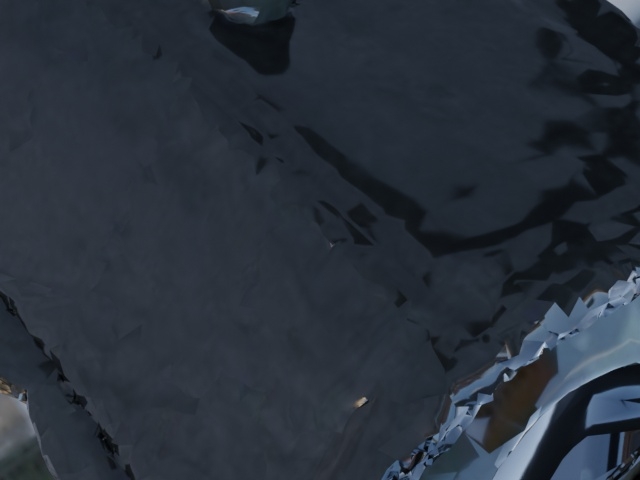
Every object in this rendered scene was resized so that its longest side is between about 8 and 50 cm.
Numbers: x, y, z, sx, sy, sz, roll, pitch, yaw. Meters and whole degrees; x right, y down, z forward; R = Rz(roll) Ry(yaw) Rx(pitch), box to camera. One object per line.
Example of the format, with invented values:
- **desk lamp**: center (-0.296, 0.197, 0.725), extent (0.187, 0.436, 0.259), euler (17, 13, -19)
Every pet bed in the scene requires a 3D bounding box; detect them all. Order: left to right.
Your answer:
- **pet bed**: center (0.000, 0.000, 0.421), extent (0.183, 0.211, 0.159), euler (-41, 146, -7)
